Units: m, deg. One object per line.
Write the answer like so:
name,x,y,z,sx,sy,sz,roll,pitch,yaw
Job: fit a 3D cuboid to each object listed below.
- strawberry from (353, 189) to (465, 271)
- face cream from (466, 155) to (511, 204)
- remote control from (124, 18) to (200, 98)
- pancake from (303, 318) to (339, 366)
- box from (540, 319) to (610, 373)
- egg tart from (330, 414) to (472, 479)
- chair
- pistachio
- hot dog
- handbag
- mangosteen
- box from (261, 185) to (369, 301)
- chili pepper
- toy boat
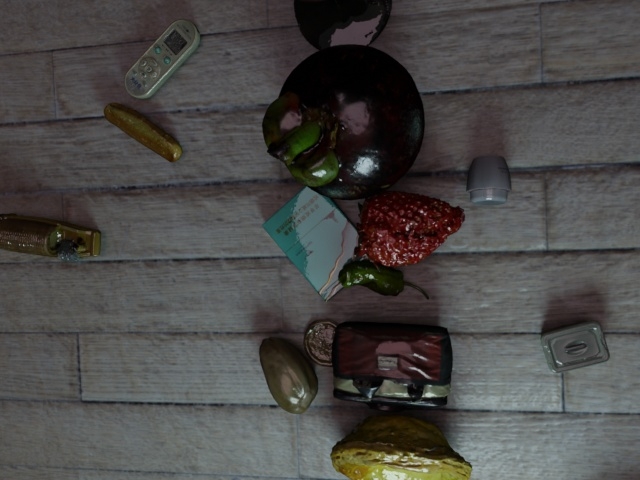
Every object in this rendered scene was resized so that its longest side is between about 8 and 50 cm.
strawberry,0.186,-0.024,1.161,0.228,0.098,0.175,3,74,5
face cream,0.351,-0.124,1.180,0.091,0.091,0.095,0,84,10
remote control,-0.368,-0.421,1.318,0.221,0.042,0.078,-43,84,8
pancake,0.014,0.234,1.292,0.114,0.011,0.115,0,93,8
box,0.523,0.217,1.177,0.122,0.062,0.089,-17,89,9
egg tart,0.165,0.440,1.183,0.293,0.294,0.123,0,57,10
chair,0.015,-0.516,1.066,0.226,0.401,0.227,1,94,10
pistachio,-0.075,0.300,1.269,0.108,0.126,0.186,-23,83,-33
hot dog,-0.412,-0.261,1.329,0.215,0.047,0.066,31,134,8
handbag,0.148,0.266,1.187,0.254,0.181,0.182,1,85,8
mangosteen,0.035,-0.231,1.098,0.305,0.359,0.306,1,92,37
box,0.001,0.000,1.269,0.162,0.041,0.229,-42,85,9
chili pepper,0.131,0.087,1.225,0.203,0.072,0.073,13,62,-25
toy boat,-0.676,-0.008,1.350,0.310,0.115,0.090,10,94,9
